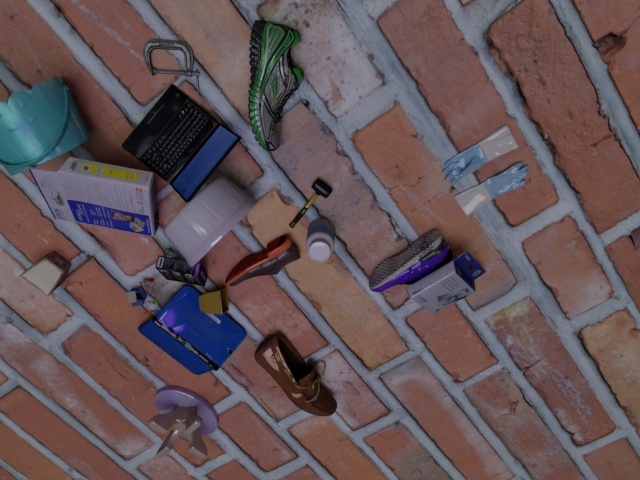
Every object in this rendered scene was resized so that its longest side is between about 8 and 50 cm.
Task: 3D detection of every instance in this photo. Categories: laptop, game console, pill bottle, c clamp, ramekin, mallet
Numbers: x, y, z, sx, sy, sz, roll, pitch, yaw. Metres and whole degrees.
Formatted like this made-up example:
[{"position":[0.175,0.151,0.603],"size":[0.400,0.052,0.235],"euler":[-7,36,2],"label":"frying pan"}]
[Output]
[{"position":[-0.392,-0.274,1.374],"size":[0.264,0.136,0.234],"euler":[39,89,-7],"label":"laptop"},{"position":[-0.462,0.327,1.776],"size":[0.293,0.173,0.250],"euler":[44,78,-17],"label":"game console"},{"position":[0.000,0.000,1.527],"size":[0.087,0.160,0.087],"euler":[1,115,2],"label":"pill bottle"},{"position":[-0.418,-0.492,1.388],"size":[0.161,0.022,0.137],"euler":[8,116,-2],"label":"c clamp"},{"position":[-0.329,-0.065,1.455],"size":[0.277,0.277,0.135],"euler":[-41,100,19],"label":"ramekin"},{"position":[-0.031,-0.105,1.551],"size":[0.062,0.039,0.189],"euler":[29,117,-7],"label":"mallet"}]

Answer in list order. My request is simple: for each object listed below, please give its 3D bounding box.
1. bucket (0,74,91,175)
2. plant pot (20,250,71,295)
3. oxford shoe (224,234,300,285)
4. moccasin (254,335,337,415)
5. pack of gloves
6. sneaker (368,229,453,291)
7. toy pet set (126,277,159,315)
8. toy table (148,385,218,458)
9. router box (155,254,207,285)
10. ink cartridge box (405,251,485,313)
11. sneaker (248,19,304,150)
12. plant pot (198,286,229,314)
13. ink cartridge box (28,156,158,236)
[{"position":[-0.794,-0.314,1.362],"size":[0.281,0.281,0.183],"euler":[-20,116,11],"label":"bucket"},{"position":[-0.903,0.101,1.648],"size":[0.109,0.109,0.096],"euler":[43,98,-16],"label":"plant pot"},{"position":[-0.191,0.091,1.617],"size":[0.271,0.097,0.098],"euler":[-30,116,15],"label":"oxford shoe"},{"position":[-0.065,0.488,1.785],"size":[0.147,0.139,0.380],"euler":[-34,100,26],"label":"moccasin"},{"position":[0.498,-0.198,1.477],"size":[0.232,0.046,0.195],"euler":[-32,109,16],"label":"pack of gloves"},{"position":[0.300,0.105,1.597],"size":[0.293,0.102,0.146],"euler":[-36,113,18],"label":"sneaker"},{"position":[-0.598,0.196,1.694],"size":[0.114,0.065,0.122],"euler":[-11,84,11],"label":"toy pet set"},{"position":[-0.526,0.699,1.881],"size":[0.274,0.161,0.252],"euler":[30,113,-12],"label":"toy table"},{"position":[-0.444,0.101,1.595],"size":[0.133,0.179,0.046],"euler":[11,73,-3],"label":"router box"},{"position":[0.413,0.143,1.577],"size":[0.224,0.045,0.223],"euler":[-35,144,17],"label":"ink cartridge box"},{"position":[-0.121,-0.411,1.353],"size":[0.146,0.134,0.343],"euler":[5,115,-1],"label":"sneaker"},{"position":[-0.364,0.206,1.672],"size":[0.083,0.081,0.081],"euler":[-5,92,6],"label":"plant pot"},{"position":[-0.641,-0.126,1.446],"size":[0.307,0.072,0.303],"euler":[12,153,-10],"label":"ink cartridge box"}]
